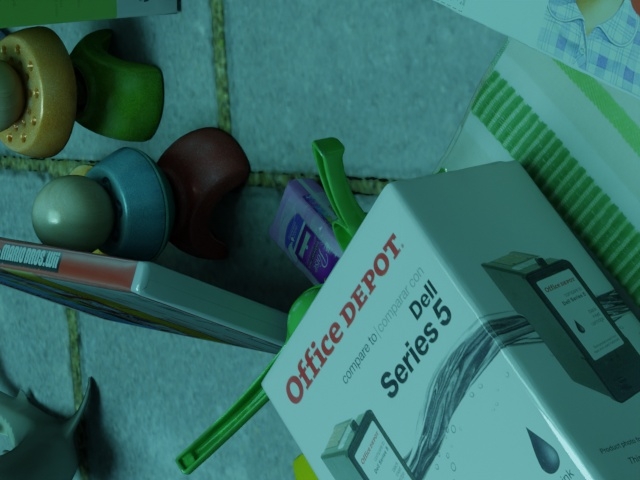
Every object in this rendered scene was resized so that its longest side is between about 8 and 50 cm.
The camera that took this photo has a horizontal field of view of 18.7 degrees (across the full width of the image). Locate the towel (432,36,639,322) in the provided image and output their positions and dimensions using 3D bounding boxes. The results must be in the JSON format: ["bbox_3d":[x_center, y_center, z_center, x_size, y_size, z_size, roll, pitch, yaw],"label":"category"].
[{"bbox_3d":[0.159,0.000,1.156,0.248,0.038,0.325,54,134,29],"label":"towel"}]

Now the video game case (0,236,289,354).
[{"bbox_3d":[-0.143,0.038,1.400,0.285,0.204,0.025,7,79,46],"label":"video game case"}]

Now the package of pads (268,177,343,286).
[{"bbox_3d":[0.000,0.000,1.359,0.083,0.032,0.050,48,135,34],"label":"package of pads"}]

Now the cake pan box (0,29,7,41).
[{"bbox_3d":[-0.388,-0.130,1.797,0.246,0.070,0.267,47,132,38],"label":"cake pan box"}]

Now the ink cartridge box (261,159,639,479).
[{"bbox_3d":[0.106,0.119,1.126,0.273,0.114,0.198,56,135,26],"label":"ink cartridge box"}]

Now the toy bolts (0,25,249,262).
[{"bbox_3d":[-0.188,-0.036,1.485,0.228,0.158,0.218,36,125,42],"label":"toy bolts"}]

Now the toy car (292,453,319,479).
[{"bbox_3d":[0.048,0.284,1.346,0.225,0.053,0.239,35,124,42],"label":"toy car"}]

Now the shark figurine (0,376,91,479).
[{"bbox_3d":[-0.246,0.152,1.680,0.116,0.166,0.278,-59,30,9],"label":"shark figurine"}]

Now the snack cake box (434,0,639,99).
[{"bbox_3d":[0.178,-0.158,1.009,0.264,0.089,0.152,33,115,39],"label":"snack cake box"}]

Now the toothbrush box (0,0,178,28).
[{"bbox_3d":[-0.280,-0.222,1.460,0.206,0.283,0.122,13,107,50],"label":"toothbrush box"}]

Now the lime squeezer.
[{"bbox_3d":[-0.003,0.044,1.250,0.059,0.110,0.310,40,134,16],"label":"lime squeezer"}]
